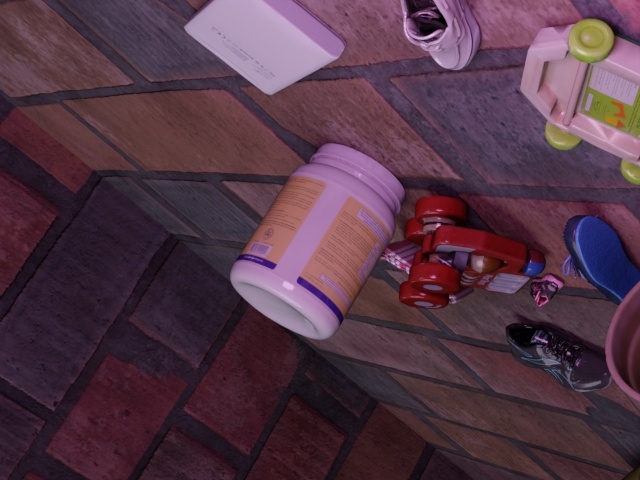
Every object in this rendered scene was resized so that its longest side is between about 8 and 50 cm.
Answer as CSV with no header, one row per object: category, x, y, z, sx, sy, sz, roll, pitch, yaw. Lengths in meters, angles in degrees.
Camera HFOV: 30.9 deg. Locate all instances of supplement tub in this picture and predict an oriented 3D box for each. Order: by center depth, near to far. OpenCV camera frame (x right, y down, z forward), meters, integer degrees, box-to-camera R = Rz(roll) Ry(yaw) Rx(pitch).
supplement tub,0.000,0.000,2.276,0.241,0.331,0.241,29,163,10

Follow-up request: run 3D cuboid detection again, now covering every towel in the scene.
towel,0.225,0.066,2.432,0.197,0.029,0.144,36,-160,16

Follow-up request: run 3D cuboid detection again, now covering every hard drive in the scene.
hard drive,-0.102,-0.348,1.972,0.203,0.040,0.307,37,162,-16

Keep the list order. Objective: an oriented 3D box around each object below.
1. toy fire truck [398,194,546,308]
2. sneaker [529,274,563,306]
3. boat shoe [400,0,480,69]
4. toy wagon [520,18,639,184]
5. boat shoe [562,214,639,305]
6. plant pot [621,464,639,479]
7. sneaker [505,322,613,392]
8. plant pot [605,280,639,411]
toy fire truck,0.292,0.035,2.222,0.253,0.169,0.302,7,163,-3
sneaker,0.436,0.106,2.291,0.047,0.057,0.119,30,165,0
boat shoe,0.154,-0.302,1.571,0.096,0.088,0.267,25,162,19
toy wagon,0.430,-0.163,1.523,0.344,0.068,0.267,27,163,13
boat shoe,0.467,0.044,1.981,0.089,0.109,0.258,19,157,46
plant pot,0.842,0.676,2.907,0.274,0.275,0.293,24,146,23
sneaker,0.509,0.248,2.494,0.267,0.101,0.106,16,155,41
plant pot,0.626,0.202,1.712,0.323,0.323,0.280,9,144,52
